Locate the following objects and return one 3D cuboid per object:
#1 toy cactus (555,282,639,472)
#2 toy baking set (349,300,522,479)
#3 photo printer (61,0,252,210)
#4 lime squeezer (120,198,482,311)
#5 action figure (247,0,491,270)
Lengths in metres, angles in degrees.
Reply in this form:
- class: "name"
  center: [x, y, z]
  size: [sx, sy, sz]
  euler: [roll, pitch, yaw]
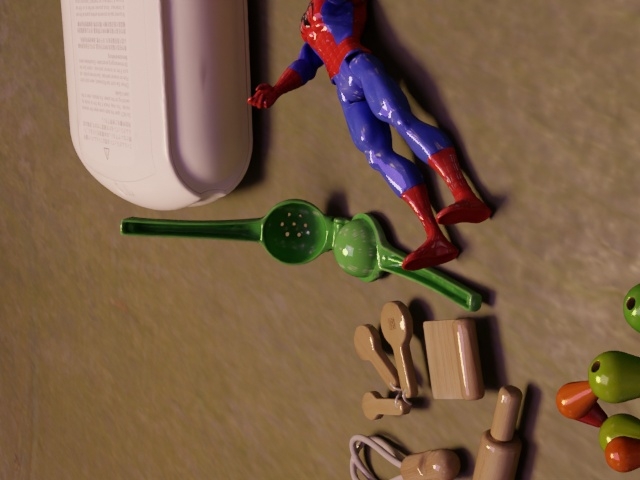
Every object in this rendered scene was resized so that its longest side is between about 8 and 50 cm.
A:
- class: "toy cactus"
  center: [0.232, 0.092, 0.669]
  size: [0.180, 0.112, 0.219]
  euler: [50, 137, 13]
- class: "toy baking set"
  center: [0.083, 0.164, 0.967]
  size: [0.196, 0.030, 0.256]
  euler: [34, 124, 53]
- class: "photo printer"
  center: [-0.162, -0.184, 1.194]
  size: [0.256, 0.107, 0.308]
  euler: [14, 109, 56]
- class: "lime squeezer"
  center: [0.000, 0.000, 0.998]
  size: [0.310, 0.110, 0.059]
  euler: [13, 92, 25]
- class: "action figure"
  center: [0.005, -0.112, 0.929]
  size: [0.091, 0.139, 0.280]
  euler: [-56, 49, 46]
